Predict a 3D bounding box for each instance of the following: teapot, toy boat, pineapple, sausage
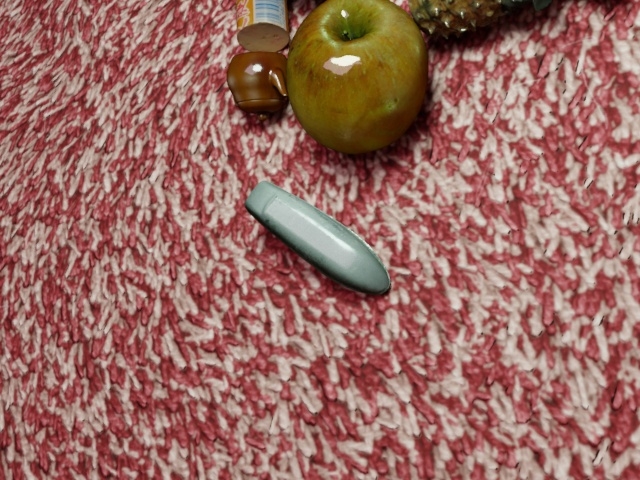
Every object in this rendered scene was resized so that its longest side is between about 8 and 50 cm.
[{"bbox_3d":[-0.102,-0.252,1.453,0.173,0.116,0.116,0,68,56],"label":"teapot"},{"bbox_3d":[0.000,0.000,1.313,0.260,0.085,0.078,35,89,22],"label":"toy boat"},{"bbox_3d":[0.283,-0.380,1.286,0.310,0.141,0.170,-3,40,19],"label":"pineapple"},{"bbox_3d":[-0.108,-0.482,1.550,0.093,0.093,0.312,-15,64,21],"label":"sausage"}]

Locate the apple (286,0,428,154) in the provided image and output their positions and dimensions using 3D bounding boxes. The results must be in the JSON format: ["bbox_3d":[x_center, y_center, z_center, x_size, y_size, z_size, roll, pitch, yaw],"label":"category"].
[{"bbox_3d":[0.054,-0.247,1.323,0.237,0.207,0.237,-5,56,8],"label":"apple"}]
